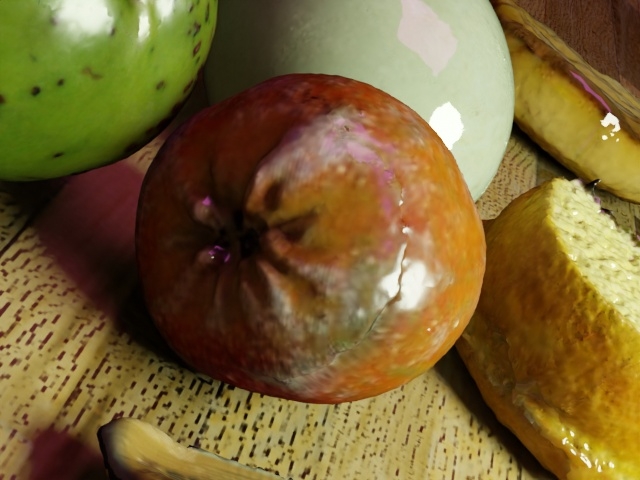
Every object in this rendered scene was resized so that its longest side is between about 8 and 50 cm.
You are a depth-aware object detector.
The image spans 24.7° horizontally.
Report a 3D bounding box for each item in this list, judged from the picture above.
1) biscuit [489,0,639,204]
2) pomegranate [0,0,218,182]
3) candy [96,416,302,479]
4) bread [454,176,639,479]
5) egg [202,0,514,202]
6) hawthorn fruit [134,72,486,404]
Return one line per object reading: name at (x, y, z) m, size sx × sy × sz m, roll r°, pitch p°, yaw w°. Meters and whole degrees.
biscuit at (0.246, -0.125, 1.408) m, size 0.274 × 0.091 × 0.213 m, roll 37°, pitch 21°, yaw -11°
pomegranate at (-0.170, -0.131, 0.709) m, size 0.248 × 0.214 × 0.214 m, roll 10°, pitch -2°, yaw 43°
candy at (-0.013, 0.159, 0.516) m, size 0.143 × 0.101 × 0.271 m, roll 25°, pitch 21°, yaw -20°
bread at (0.164, 0.074, 0.893) m, size 0.260 × 0.129 × 0.134 m, roll 48°, pitch 32°, yaw 19°
egg at (0.021, -0.106, 0.912) m, size 0.186 × 0.186 × 0.253 m, roll 20°, pitch 33°, yaw -39°
hawthorn fruit at (0.000, 0.000, 0.726) m, size 0.173 × 0.173 × 0.173 m, roll 33°, pitch 25°, yaw -17°
